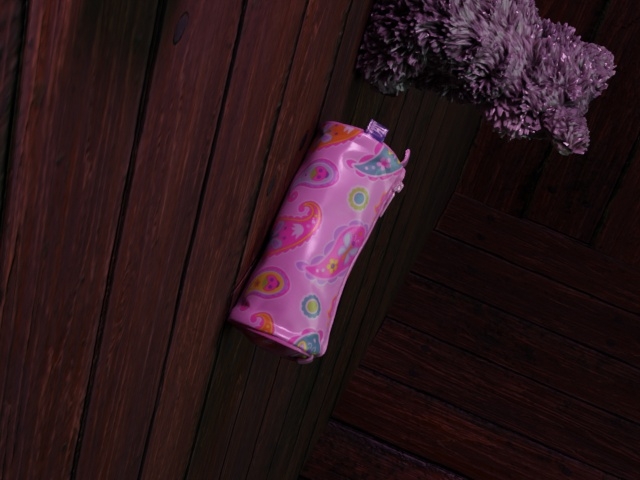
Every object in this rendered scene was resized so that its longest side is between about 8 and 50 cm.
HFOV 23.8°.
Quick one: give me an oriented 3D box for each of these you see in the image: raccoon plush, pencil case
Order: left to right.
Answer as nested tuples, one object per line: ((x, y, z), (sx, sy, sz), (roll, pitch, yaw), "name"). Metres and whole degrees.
((0.000, 0.000, 1.761), (0.124, 0.124, 0.284), (81, 34, -75), "pencil case")
((0.212, -0.246, 1.812), (0.446, 0.299, 0.216), (51, 62, -81), "raccoon plush")
